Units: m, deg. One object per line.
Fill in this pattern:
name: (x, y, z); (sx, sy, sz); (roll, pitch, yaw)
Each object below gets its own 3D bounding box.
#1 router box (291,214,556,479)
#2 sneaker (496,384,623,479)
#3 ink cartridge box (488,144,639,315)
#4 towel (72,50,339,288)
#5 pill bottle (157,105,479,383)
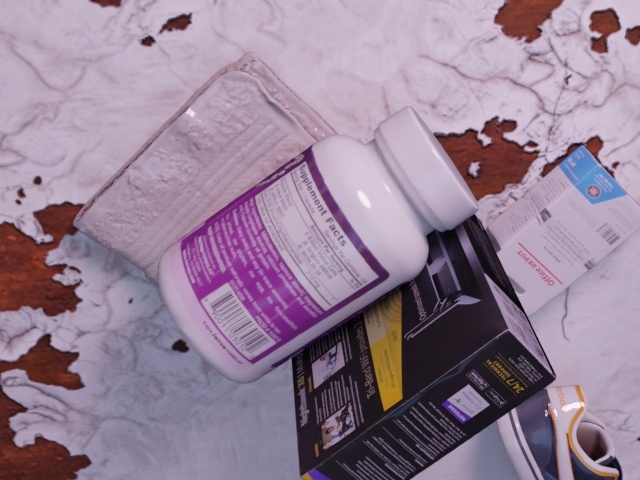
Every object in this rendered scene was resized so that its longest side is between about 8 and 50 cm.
router box: (0.084, 0.098, 0.947); (0.243, 0.309, 0.081); (-39, 115, 16)
sneaker: (0.345, 0.327, 1.209); (0.127, 0.126, 0.321); (-22, 118, 13)
ink cartridge box: (0.270, -0.009, 1.048); (0.180, 0.060, 0.104); (-42, 116, 17)
towel: (-0.111, -0.054, 0.992); (0.282, 0.049, 0.187); (-42, 114, 17)
pill bottle: (0.000, 0.000, 0.914); (0.301, 0.169, 0.169); (-34, 117, 12)
